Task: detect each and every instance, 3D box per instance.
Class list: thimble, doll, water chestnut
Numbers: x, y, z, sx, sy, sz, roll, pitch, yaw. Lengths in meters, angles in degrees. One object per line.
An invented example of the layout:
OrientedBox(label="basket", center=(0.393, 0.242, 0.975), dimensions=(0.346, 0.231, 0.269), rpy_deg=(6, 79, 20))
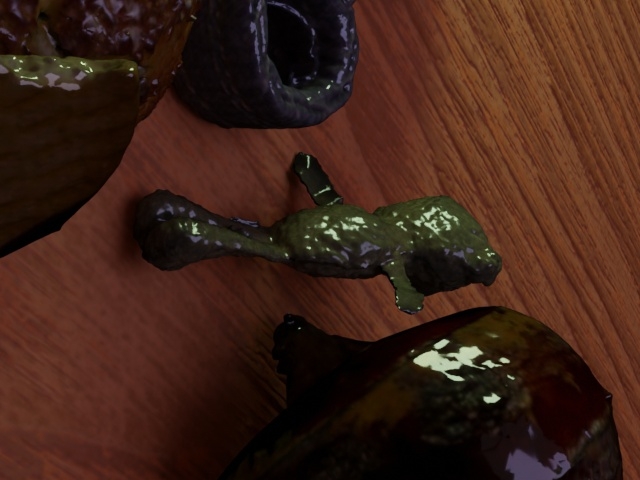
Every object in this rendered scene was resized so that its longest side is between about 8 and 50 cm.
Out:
OrientedBox(label="thimble", center=(-0.045, -0.157, 0.816), dimensions=(0.150, 0.098, 0.150), rpy_deg=(-6, 98, -53))
OrientedBox(label="doll", center=(0.011, 0.006, 0.830), dimensions=(0.286, 0.203, 0.091), rpy_deg=(-12, 119, -57))
OrientedBox(label="water chestnut", center=(0.050, 0.184, 0.842), dimensions=(0.350, 0.350, 0.302), rpy_deg=(-17, 66, -52))

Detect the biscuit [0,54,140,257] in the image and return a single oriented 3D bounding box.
OrientedBox(label="biscuit", center=(-0.208, -0.034, 0.540), dimensions=(0.229, 0.176, 0.031), rpy_deg=(-9, 56, -23))

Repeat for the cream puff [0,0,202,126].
OrientedBox(label="cream puff", center=(-0.162, -0.160, 0.609), dimensions=(0.240, 0.164, 0.240), rpy_deg=(-17, 111, -55))
